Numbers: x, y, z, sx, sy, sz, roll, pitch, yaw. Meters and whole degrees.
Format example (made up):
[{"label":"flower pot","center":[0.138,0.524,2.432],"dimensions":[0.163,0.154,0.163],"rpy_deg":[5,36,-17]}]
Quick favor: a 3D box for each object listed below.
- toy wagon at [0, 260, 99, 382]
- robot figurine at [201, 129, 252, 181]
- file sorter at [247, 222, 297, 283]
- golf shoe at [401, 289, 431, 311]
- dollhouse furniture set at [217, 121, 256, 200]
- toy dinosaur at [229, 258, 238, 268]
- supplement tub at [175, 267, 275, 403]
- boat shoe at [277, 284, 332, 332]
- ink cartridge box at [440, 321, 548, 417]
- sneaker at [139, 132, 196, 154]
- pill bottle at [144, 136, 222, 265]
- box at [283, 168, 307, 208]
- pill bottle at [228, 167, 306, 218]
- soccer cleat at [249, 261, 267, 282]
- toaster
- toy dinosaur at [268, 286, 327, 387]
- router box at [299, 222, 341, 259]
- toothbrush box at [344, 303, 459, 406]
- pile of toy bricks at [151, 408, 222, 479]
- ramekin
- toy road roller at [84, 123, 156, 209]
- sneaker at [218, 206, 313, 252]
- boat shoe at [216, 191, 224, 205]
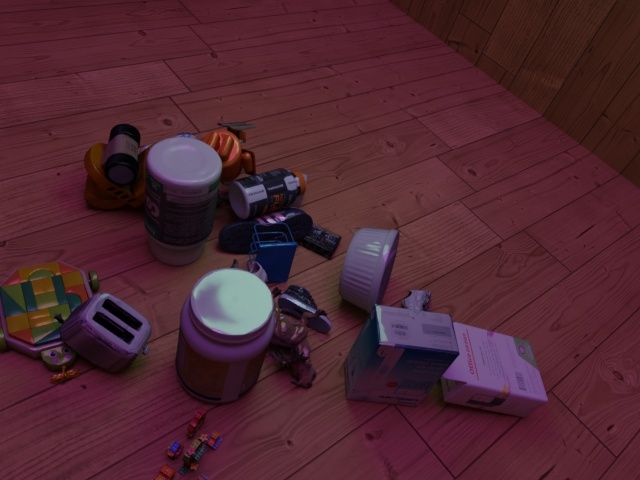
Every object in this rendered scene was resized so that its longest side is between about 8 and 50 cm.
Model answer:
[{"label":"toy wagon","center":[-0.695,0.203,1.418],"dimensions":[0.267,0.068,0.344],"rpy_deg":[-13,54,-29]},{"label":"robot figurine","center":[-0.299,-0.254,1.674],"dimensions":[0.158,0.219,0.128],"rpy_deg":[-21,79,-9]},{"label":"file sorter","center":[-0.156,0.040,1.690],"dimensions":[0.118,0.170,0.105],"rpy_deg":[-3,46,-22]},{"label":"golf shoe","center":[0.296,0.225,1.760],"dimensions":[0.086,0.069,0.176],"rpy_deg":[13,39,21]},{"label":"dollhouse furniture set","center":[-0.287,-0.282,1.903],"dimensions":[0.135,0.262,0.259],"rpy_deg":[-13,22,-31]},{"label":"toy dinosaur","center":[-0.273,0.148,1.625],"dimensions":[0.118,0.064,0.268],"rpy_deg":[23,41,12]},{"label":"supplement tub","center":[-0.239,0.240,1.366],"dimensions":[0.228,0.316,0.228],"rpy_deg":[10,46,-11]},{"label":"boat shoe","center":[-0.034,0.200,1.653],"dimensions":[0.183,0.065,0.083],"rpy_deg":[32,40,7]},{"label":"ink cartridge box","center":[0.461,0.371,1.592],"dimensions":[0.353,0.119,0.207],"rpy_deg":[16,45,-17]},{"label":"sneaker","center":[-0.539,-0.324,1.968],"dimensions":[0.237,0.085,0.086],"rpy_deg":[-35,92,-43]},{"label":"pill bottle","center":[-0.408,-0.102,1.596],"dimensions":[0.204,0.361,0.204],"rpy_deg":[10,46,-10]},{"label":"box","center":[-0.109,-0.185,1.961],"dimensions":[0.101,0.102,0.087],"rpy_deg":[13,44,-9]},{"label":"pill bottle","center":[-0.167,-0.162,1.792],"dimensions":[0.245,0.130,0.130],"rpy_deg":[-21,58,-33]},{"label":"soccer cleat","center":[-0.202,0.141,1.562],"dimensions":[0.068,0.076,0.196],"rpy_deg":[-13,31,19]},{"label":"toaster","center":[-0.531,0.220,1.352],"dimensions":[0.227,0.146,0.129],"rpy_deg":[43,42,-19]},{"label":"toy dinosaur","center":[-0.115,0.260,1.535],"dimensions":[0.295,0.127,0.200],"rpy_deg":[27,52,14]},{"label":"router box","center":[0.000,0.000,1.871],"dimensions":[0.122,0.038,0.092],"rpy_deg":[26,46,5]},{"label":"toothbrush box","center":[0.205,0.316,1.466],"dimensions":[0.216,0.296,0.126],"rpy_deg":[10,47,-12]},{"label":"pile of toy bricks","center":[-0.298,0.493,1.258],"dimensions":[0.118,0.105,0.212],"rpy_deg":[29,46,9]},{"label":"ramekin","center":[0.149,0.083,1.697],"dimensions":[0.127,0.273,0.273],"rpy_deg":[17,44,13]},{"label":"toy road roller","center":[-0.605,-0.190,1.763],"dimensions":[0.329,0.240,0.203],"rpy_deg":[36,31,-41]},{"label":"sneaker","center":[-0.193,-0.041,1.819],"dimensions":[0.318,0.112,0.131],"rpy_deg":[-10,25,-22]},{"label":"boat shoe","center":[-0.392,-0.189,1.901],"dimensions":[0.066,0.066,0.183],"rpy_deg":[-12,63,-34]}]
